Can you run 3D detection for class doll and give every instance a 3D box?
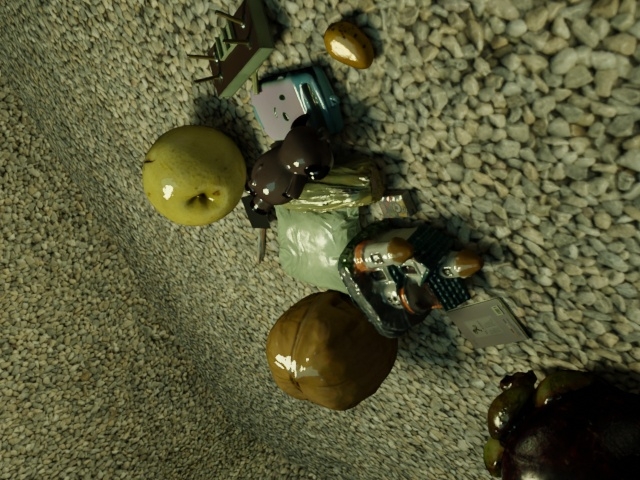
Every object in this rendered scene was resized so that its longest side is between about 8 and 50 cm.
[{"bbox_3d":[-0.069,-0.166,1.184,0.257,0.117,0.182,-37,57,24],"label":"doll"}]

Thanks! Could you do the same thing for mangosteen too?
[{"bbox_3d":[0.528,0.471,1.065,0.421,0.381,0.381,21,139,36],"label":"mangosteen"}]

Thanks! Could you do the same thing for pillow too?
[{"bbox_3d":[0.000,0.000,1.425,0.310,0.138,0.283,14,123,36],"label":"pillow"}]

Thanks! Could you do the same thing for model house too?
[{"bbox_3d":[0.227,0.082,1.186,0.301,0.190,0.271,-13,112,54],"label":"model house"}]

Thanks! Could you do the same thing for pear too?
[{"bbox_3d":[-0.367,-0.197,1.517,0.309,0.309,0.309,31,144,26],"label":"pear"}]

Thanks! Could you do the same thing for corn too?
[{"bbox_3d":[0.017,-0.132,1.254,0.305,0.123,0.122,-2,108,39],"label":"corn"}]

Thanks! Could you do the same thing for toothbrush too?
[{"bbox_3d":[-0.195,-0.027,1.728,0.037,0.028,0.375,42,147,21],"label":"toothbrush"}]

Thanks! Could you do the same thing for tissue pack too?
[{"bbox_3d":[0.177,-0.084,1.213,0.083,0.035,0.063,-1,123,50],"label":"tissue pack"}]

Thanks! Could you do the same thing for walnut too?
[{"bbox_3d":[0.035,0.295,1.469,0.354,0.398,0.308,13,111,24],"label":"walnut"}]

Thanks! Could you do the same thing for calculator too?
[{"bbox_3d":[-0.059,-0.317,1.237,0.293,0.051,0.173,6,128,47],"label":"calculator"}]

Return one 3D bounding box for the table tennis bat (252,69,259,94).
[{"bbox_3d":[-0.159,-0.427,1.227,0.087,0.013,0.156,15,113,48],"label":"table tennis bat"}]

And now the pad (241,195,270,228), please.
[{"bbox_3d":[-0.209,-0.090,1.662,0.157,0.003,0.112,5,118,60],"label":"pad"}]

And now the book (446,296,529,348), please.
[{"bbox_3d":[0.404,0.205,1.265,0.127,0.014,0.181,51,148,-3],"label":"book"}]

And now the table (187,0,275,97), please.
[{"bbox_3d":[-0.220,-0.441,1.201,0.240,0.111,0.122,-23,80,55],"label":"table"}]

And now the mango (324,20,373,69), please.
[{"bbox_3d":[0.057,-0.383,1.023,0.114,0.057,0.079,43,140,3],"label":"mango"}]
